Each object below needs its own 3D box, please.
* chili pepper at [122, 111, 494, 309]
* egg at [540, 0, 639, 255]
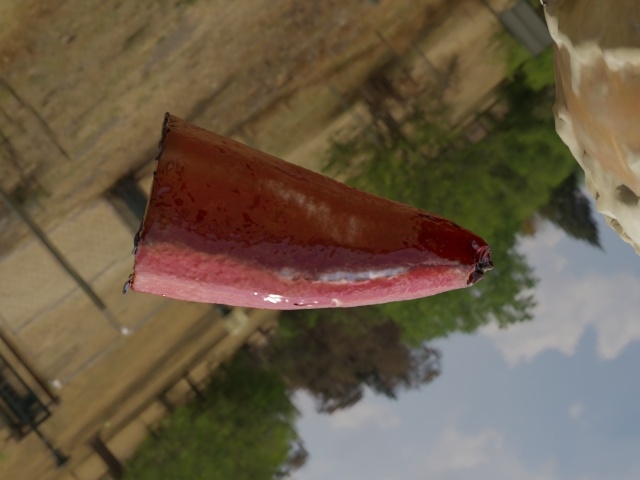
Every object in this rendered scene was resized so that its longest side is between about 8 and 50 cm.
[{"bbox_3d":[0.000,-0.003,0.598,0.065,0.169,0.088,132,-31,-73],"label":"chili pepper"},{"bbox_3d":[0.237,-0.095,0.612,0.279,0.279,0.310,-40,178,5],"label":"egg"}]
